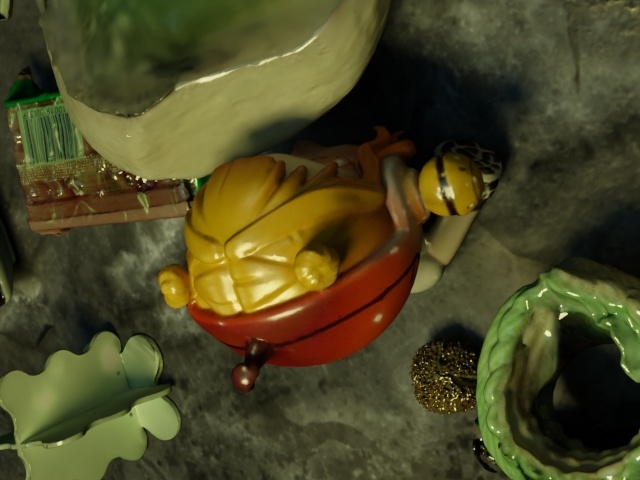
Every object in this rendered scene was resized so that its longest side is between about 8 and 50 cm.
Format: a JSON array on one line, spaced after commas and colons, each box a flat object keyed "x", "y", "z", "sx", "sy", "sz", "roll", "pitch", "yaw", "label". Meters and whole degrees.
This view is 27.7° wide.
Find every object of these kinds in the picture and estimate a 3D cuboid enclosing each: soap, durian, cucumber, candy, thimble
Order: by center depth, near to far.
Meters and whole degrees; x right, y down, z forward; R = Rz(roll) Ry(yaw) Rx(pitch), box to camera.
[{"x": 0.244, "y": 0.127, "z": 1.125, "sx": 0.219, "sy": 0.150, "sz": 0.219, "roll": -7, "pitch": 75, "yaw": 26, "label": "thimble"}, {"x": 0.264, "y": 0.203, "z": 1.223, "sx": 0.245, "sy": 0.067, "sz": 0.067, "roll": 2, "pitch": 105, "yaw": 34, "label": "cucumber"}, {"x": -0.105, "y": -0.266, "z": 1.229, "sx": 0.386, "sy": 0.186, "sz": 0.427, "roll": -39, "pitch": 59, "yaw": 20, "label": "candy"}, {"x": 0.124, "y": 0.137, "z": 1.298, "sx": 0.091, "sy": 0.080, "sz": 0.080, "roll": -31, "pitch": 86, "yaw": 54, "label": "durian"}, {"x": -0.231, "y": -0.103, "z": 1.451, "sx": 0.273, "sy": 0.098, "sz": 0.218, "roll": -5, "pitch": 102, "yaw": 36, "label": "soap"}]

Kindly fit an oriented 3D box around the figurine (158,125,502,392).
[{"x": 0.002, "y": 0.004, "z": 1.180, "sx": 0.320, "sy": 0.323, "sz": 0.196, "roll": -11, "pitch": 97, "yaw": 37, "label": "figurine"}]

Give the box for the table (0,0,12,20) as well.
[{"x": -0.448, "y": -0.350, "z": 1.550, "sx": 0.175, "sy": 0.062, "sz": 0.146, "roll": 21, "pitch": 115, "yaw": 31, "label": "table"}]

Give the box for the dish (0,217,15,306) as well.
[{"x": -0.478, "y": 0.013, "z": 1.670, "sx": 0.243, "sy": 0.080, "sz": 0.182, "roll": -18, "pitch": 93, "yaw": 39, "label": "dish"}]

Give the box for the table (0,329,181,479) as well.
[{"x": -0.288, "y": 0.207, "z": 1.523, "sx": 0.166, "sy": 0.198, "sz": 0.166, "roll": 11, "pitch": 110, "yaw": 33, "label": "table"}]
